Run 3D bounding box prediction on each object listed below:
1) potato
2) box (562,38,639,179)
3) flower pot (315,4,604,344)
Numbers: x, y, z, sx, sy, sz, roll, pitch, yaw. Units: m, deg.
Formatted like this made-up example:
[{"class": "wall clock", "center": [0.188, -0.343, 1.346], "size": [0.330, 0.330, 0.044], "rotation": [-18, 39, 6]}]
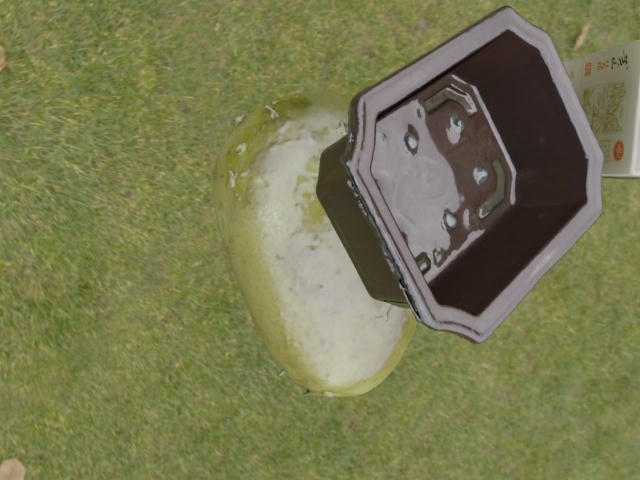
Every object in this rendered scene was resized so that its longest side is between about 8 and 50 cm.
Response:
[{"class": "potato", "center": [0.015, 0.003, 0.957], "size": [0.270, 0.219, 0.359], "rotation": [-15, 93, -42]}, {"class": "box", "center": [0.320, -0.137, 0.865], "size": [0.058, 0.201, 0.141], "rotation": [3, 94, -7]}, {"class": "flower pot", "center": [0.096, -0.047, 0.568], "size": [0.251, 0.084, 0.178], "rotation": [-37, 105, -37]}]
